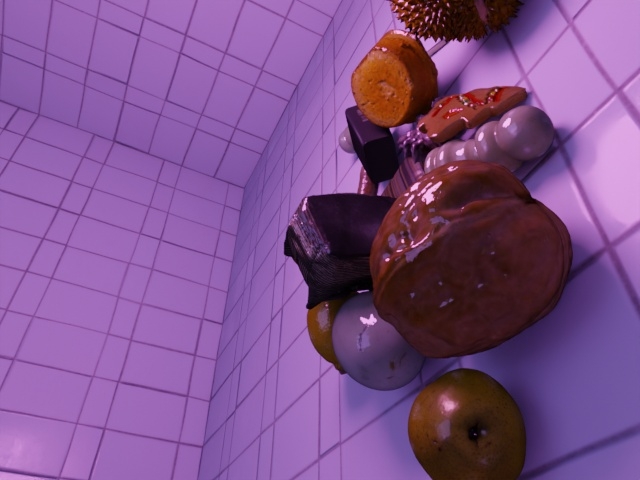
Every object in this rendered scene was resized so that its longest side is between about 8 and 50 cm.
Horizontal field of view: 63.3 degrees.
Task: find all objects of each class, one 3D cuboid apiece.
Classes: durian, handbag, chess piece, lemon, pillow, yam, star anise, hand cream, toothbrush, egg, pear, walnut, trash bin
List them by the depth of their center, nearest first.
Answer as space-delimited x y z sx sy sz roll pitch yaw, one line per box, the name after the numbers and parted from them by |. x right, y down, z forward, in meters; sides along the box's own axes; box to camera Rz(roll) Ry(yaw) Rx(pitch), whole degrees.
0.234 0.305 0.823 0.198 0.198 0.198 -54 25 40 | pear
0.234 0.042 0.885 0.344 0.305 0.306 -54 25 33 | walnut
0.347 -0.179 1.043 0.251 0.144 0.145 -32 42 52 | chess piece
0.127 0.216 1.149 0.283 0.202 0.203 -114 46 -77 | egg
0.324 -0.649 1.256 0.348 0.347 0.384 -60 12 30 | durian
0.078 0.027 1.268 0.240 0.340 0.247 -62 41 43 | handbag
0.286 -0.277 1.316 0.229 0.093 0.236 -39 19 32 | star anise
0.057 0.228 1.373 0.184 0.184 0.249 -51 40 45 | lemon
0.230 -0.117 1.415 0.212 0.052 0.208 -58 26 34 | pillow
0.162 -0.301 1.600 0.226 0.114 0.165 -101 -5 -51 | trash bin
0.138 -0.108 1.649 0.066 0.066 0.300 -35 40 60 | yam
0.313 -0.569 1.653 0.028 0.026 0.294 -60 16 -15 | toothbrush
0.169 -0.418 1.814 0.306 0.093 0.147 -43 29 51 | hand cream

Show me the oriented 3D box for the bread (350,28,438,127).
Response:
0.204 -0.430 1.428 0.145 0.268 0.268 -34 -3 -33 | bread

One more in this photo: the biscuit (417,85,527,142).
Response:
0.329 -0.293 1.145 0.238 0.041 0.212 -15 28 28 | biscuit

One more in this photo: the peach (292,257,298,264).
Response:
0.000 0.000 1.678 0.231 0.230 0.231 -54 25 40 | peach
